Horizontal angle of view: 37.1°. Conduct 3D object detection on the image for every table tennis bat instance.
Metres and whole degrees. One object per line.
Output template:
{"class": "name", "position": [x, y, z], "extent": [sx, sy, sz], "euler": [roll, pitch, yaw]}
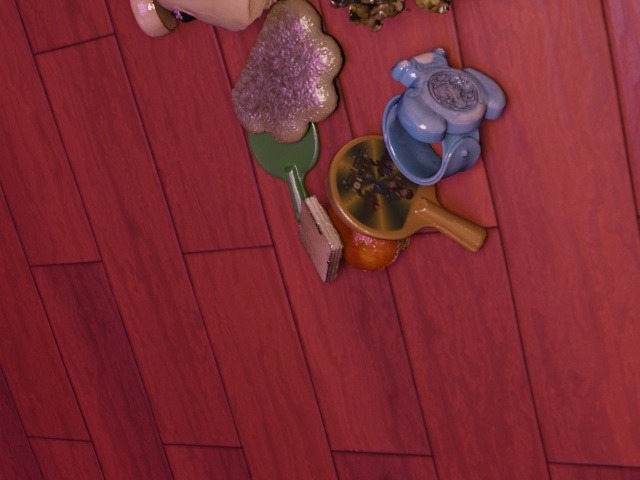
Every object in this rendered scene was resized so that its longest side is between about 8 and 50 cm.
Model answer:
{"class": "table tennis bat", "position": [0.160, -0.070, 1.743], "extent": [0.321, 0.198, 0.050], "euler": [28, 158, -4]}
{"class": "table tennis bat", "position": [-0.061, -0.159, 1.898], "extent": [0.160, 0.039, 0.257], "euler": [-9, 101, 32]}

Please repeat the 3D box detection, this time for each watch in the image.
{"class": "watch", "position": [0.193, -0.204, 1.659], "extent": [0.211, 0.211, 0.193], "euler": [39, 143, 10]}

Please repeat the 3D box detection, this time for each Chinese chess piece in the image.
{"class": "Chinese chess piece", "position": [-0.327, -0.458, 1.865], "extent": [0.051, 0.122, 0.122], "euler": [-15, 104, 15]}

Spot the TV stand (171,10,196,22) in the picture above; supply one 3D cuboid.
{"class": "TV stand", "position": [-0.215, -0.531, 1.813], "extent": [0.040, 0.049, 0.256], "euler": [38, 124, 8]}

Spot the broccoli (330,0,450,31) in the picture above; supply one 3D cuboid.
{"class": "broccoli", "position": [0.128, -0.494, 1.484], "extent": [0.334, 0.324, 0.272], "euler": [-41, 108, 11]}

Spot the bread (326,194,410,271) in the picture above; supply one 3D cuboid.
{"class": "bread", "position": [0.089, -0.040, 1.819], "extent": [0.132, 0.114, 0.190], "euler": [-11, 110, 31]}

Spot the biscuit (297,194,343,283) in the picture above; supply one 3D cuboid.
{"class": "biscuit", "position": [0.000, 0.000, 1.849], "extent": [0.121, 0.040, 0.199], "euler": [62, 167, 17]}

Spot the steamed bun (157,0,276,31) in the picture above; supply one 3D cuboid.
{"class": "steamed bun", "position": [-0.190, -0.469, 1.709], "extent": [0.225, 0.200, 0.170], "euler": [13, 106, 11]}

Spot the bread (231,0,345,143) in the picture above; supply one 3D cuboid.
{"class": "bread", "position": [-0.054, -0.303, 1.803], "extent": [0.207, 0.056, 0.286], "euler": [36, 121, 18]}
